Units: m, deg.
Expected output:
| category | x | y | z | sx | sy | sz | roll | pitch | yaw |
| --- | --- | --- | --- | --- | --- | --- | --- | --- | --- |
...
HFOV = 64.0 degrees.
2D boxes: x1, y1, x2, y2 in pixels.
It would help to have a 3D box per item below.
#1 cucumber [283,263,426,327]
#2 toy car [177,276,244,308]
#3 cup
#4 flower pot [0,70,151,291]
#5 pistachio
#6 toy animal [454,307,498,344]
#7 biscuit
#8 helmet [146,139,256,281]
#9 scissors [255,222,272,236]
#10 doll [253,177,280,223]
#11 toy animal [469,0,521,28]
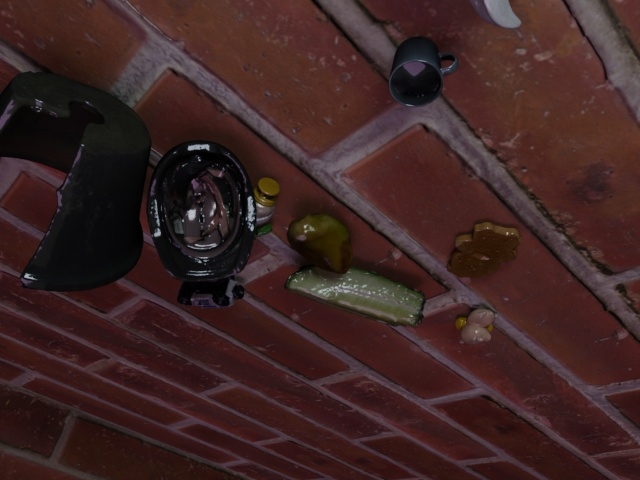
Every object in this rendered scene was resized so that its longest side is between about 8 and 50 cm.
| category | x | y | z | sx | sy | sz | roll | pitch | yaw |
| --- | --- | --- | --- | --- | --- | --- | --- | --- | --- |
| cucumber | 0.076 | 0.119 | 1.217 | 0.326 | 0.105 | 0.145 | 16 | 168 | -6 |
| toy car | -0.283 | 0.134 | 1.331 | 0.171 | 0.080 | 0.070 | -1 | 141 | 13 |
| cup | 0.153 | -0.254 | 0.756 | 0.100 | 0.077 | 0.078 | -8 | 137 | 23 |
| flower pot | -0.448 | -0.131 | 0.898 | 0.379 | 0.379 | 0.251 | 27 | 117 | -19 |
| pistachio | -0.001 | 0.001 | 1.094 | 0.110 | 0.100 | 0.189 | 4 | 156 | 45 |
| toy animal | 0.399 | 0.225 | 1.281 | 0.091 | 0.082 | 0.114 | 24 | 139 | -18 |
| biscuit | 0.348 | 0.025 | 1.092 | 0.134 | 0.027 | 0.184 | 5 | 142 | 5 |
| helmet | -0.227 | -0.064 | 0.980 | 0.199 | 0.154 | 0.253 | -5 | 109 | -15 |
| scissors | -0.195 | 0.001 | 1.164 | 0.204 | 0.101 | 0.027 | -15 | 99 | 47 |
| doll | -0.134 | -0.074 | 1.050 | 0.084 | 0.073 | 0.127 | 25 | 134 | -9 |
| toy animal | 0.160 | -0.348 | 0.618 | 0.131 | 0.103 | 0.220 | -17 | 133 | 28 |
